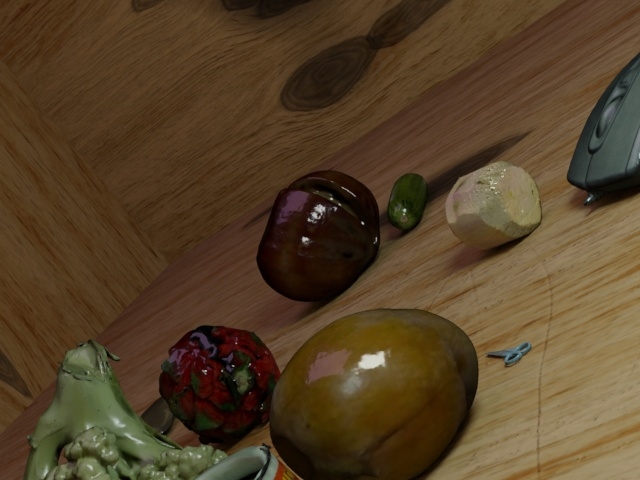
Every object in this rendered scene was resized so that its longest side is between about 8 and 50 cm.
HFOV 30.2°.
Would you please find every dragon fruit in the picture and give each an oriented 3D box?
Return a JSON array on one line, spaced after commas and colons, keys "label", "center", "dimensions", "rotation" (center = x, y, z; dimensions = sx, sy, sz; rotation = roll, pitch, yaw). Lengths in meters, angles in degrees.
[{"label": "dragon fruit", "center": [-0.150, 0.210, 1.740], "dimensions": [0.189, 0.182, 0.182], "rotation": [-33, 11, 22]}]

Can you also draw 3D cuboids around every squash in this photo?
[{"label": "squash", "center": [0.162, -0.076, 2.208], "dimensions": [0.069, 0.069, 0.239], "rotation": [-35, 10, 19]}]

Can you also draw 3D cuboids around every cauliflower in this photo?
[{"label": "cauliflower", "center": [-0.275, 0.295, 1.459], "dimensions": [0.327, 0.281, 0.260], "rotation": [-26, 14, 2]}]

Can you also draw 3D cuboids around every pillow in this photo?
[{"label": "pillow", "center": [-0.299, 0.324, 2.154], "dimensions": [0.130, 0.033, 0.217], "rotation": [-33, 11, 17]}]

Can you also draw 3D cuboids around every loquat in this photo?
[{"label": "loquat", "center": [0.058, 0.157, 1.201], "dimensions": [0.227, 0.179, 0.179], "rotation": [-33, 7, -22]}]

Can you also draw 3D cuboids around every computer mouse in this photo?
[{"label": "computer mouse", "center": [0.451, -0.190, 1.542], "dimensions": [0.371, 0.122, 0.188], "rotation": [-44, 10, -11]}]

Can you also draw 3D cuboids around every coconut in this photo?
[{"label": "coconut", "center": [0.237, -0.046, 1.662], "dimensions": [0.122, 0.116, 0.116], "rotation": [-26, 16, 50]}]

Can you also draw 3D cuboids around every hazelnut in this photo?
[{"label": "hazelnut", "center": [0.000, 0.000, 2.125], "dimensions": [0.217, 0.217, 0.251], "rotation": [-25, 26, 54]}]

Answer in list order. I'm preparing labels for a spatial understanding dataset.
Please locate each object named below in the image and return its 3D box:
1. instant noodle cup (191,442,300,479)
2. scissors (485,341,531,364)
[{"label": "instant noodle cup", "center": [-0.021, 0.266, 0.856], "dimensions": [0.193, 0.212, 0.193], "rotation": [-37, 9, 7]}, {"label": "scissors", "center": [0.203, 0.124, 1.306], "dimensions": [0.036, 0.006, 0.083], "rotation": [-40, 9, -18]}]
